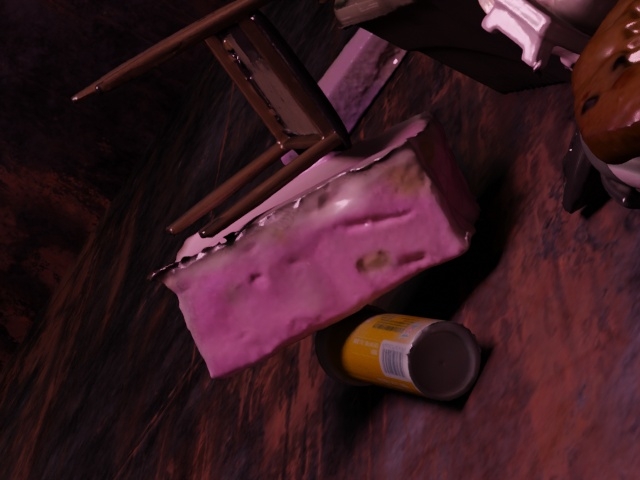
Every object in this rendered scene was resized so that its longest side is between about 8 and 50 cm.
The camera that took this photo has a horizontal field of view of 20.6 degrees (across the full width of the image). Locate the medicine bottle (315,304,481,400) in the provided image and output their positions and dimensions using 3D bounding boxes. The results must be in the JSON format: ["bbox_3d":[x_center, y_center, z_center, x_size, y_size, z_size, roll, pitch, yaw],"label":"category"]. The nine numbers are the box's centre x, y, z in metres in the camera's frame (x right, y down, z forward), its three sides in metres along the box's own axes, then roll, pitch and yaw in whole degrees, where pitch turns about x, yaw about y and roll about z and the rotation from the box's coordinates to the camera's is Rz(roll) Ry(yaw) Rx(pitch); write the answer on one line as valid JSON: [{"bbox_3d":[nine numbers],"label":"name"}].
[{"bbox_3d":[0.061,0.091,1.432,0.074,0.074,0.218,-62,16,-8],"label":"medicine bottle"}]

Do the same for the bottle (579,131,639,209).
[{"bbox_3d":[0.233,-0.058,1.110,0.254,0.079,0.096,-148,63,-75],"label":"bottle"}]

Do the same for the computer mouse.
[{"bbox_3d":[0.210,-0.078,1.293,0.135,0.047,0.079,-53,14,34],"label":"computer mouse"}]

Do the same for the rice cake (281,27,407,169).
[{"bbox_3d":[0.065,-0.228,2.082,0.399,0.064,0.070,-54,21,25],"label":"rice cake"}]

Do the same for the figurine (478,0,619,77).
[{"bbox_3d":[0.236,-0.234,1.302,0.256,0.182,0.144,-54,30,17],"label":"figurine"}]

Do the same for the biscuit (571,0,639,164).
[{"bbox_3d":[0.286,-0.179,1.043,0.359,0.046,0.359,-41,15,14],"label":"biscuit"}]

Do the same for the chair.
[{"bbox_3d":[-0.049,-0.138,1.518,0.272,0.166,0.188,-37,10,-11],"label":"chair"}]

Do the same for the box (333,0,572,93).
[{"bbox_3d":[0.137,-0.215,1.551,0.138,0.178,0.274,-61,13,-5],"label":"box"}]

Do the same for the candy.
[{"bbox_3d":[0.000,0.000,1.504,0.265,0.116,0.155,-29,8,14],"label":"candy"}]
